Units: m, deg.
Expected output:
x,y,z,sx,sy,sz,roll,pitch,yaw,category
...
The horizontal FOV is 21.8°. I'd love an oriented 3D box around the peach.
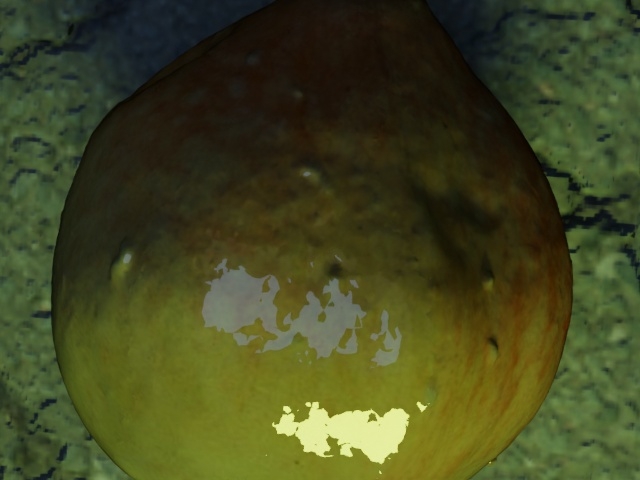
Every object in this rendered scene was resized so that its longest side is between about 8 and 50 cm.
x,y,z,sx,sy,sz,roll,pitch,yaw,category
0.000,0.000,0.684,0.233,0.232,0.232,2,99,11,peach
